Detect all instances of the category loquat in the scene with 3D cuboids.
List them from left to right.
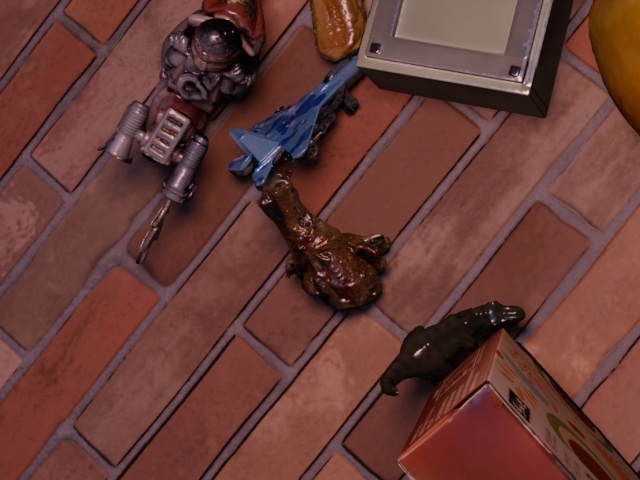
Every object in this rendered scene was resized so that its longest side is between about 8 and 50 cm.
[{"bbox_3d":[0.431,-0.223,1.704,0.284,0.276,0.276,45,96,1],"label":"loquat"}]

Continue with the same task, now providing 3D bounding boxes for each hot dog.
[{"bbox_3d":[0.016,-0.371,1.977,0.083,0.068,0.289,-14,79,38],"label":"hot dog"}]

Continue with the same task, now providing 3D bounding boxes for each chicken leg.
[{"bbox_3d":[-0.004,0.006,1.889,0.196,0.080,0.125,35,116,-9],"label":"chicken leg"}]

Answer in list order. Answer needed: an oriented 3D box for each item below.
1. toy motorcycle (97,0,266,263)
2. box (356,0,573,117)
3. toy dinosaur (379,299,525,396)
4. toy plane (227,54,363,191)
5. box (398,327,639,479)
[{"bbox_3d":[-0.175,-0.169,1.939,0.134,0.207,0.401,31,93,-9],"label":"toy motorcycle"},{"bbox_3d":[0.185,-0.291,1.879,0.225,0.117,0.225,12,85,20],"label":"box"},{"bbox_3d":[0.142,0.112,1.791,0.187,0.179,0.087,-41,69,1],"label":"toy dinosaur"},{"bbox_3d":[-0.009,-0.160,1.939,0.246,0.169,0.078,-36,115,-13],"label":"toy plane"},{"bbox_3d":[0.253,0.279,1.575,0.122,0.385,0.344,-42,87,10],"label":"box"}]
